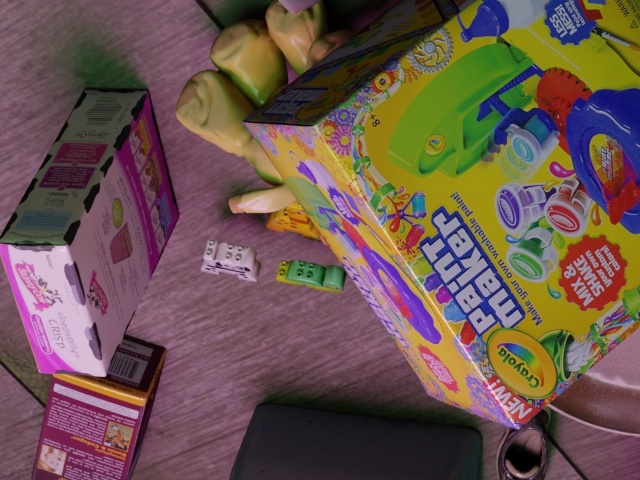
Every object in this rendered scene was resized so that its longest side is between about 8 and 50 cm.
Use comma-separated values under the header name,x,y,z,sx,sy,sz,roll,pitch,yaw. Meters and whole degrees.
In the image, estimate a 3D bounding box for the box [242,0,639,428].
name,x,y,z,sx,sy,sz,roll,pitch,yaw
box,0.146,-0.057,1.502,0.290,0.279,0.177,55,166,-16

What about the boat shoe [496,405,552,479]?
name,x,y,z,sx,sy,sz,roll,pitch,yaw
boat shoe,0.206,0.224,1.937,0.056,0.049,0.152,8,132,10

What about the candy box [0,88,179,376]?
name,x,y,z,sx,sy,sz,roll,pitch,yaw
candy box,-0.209,-0.010,1.743,0.071,0.233,0.159,2,129,16

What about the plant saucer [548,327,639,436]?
name,x,y,z,sx,sy,sz,roll,pitch,yaw
plant saucer,0.294,0.046,1.739,0.310,0.050,0.310,9,125,12

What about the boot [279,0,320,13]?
name,x,y,z,sx,sy,sz,roll,pitch,yaw
boot,0.026,-0.291,1.528,0.208,0.076,0.189,-12,122,25

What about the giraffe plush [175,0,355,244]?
name,x,y,z,sx,sy,sz,roll,pitch,yaw
giraffe plush,0.001,-0.092,1.671,0.181,0.210,0.170,-32,150,17

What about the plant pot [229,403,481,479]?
name,x,y,z,sx,sy,sz,roll,pitch,yaw
plant pot,0.016,0.339,1.914,0.248,0.252,0.247,6,110,13

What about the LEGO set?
name,x,y,z,sx,sy,sz,roll,pitch,yaw
LEGO set,0.000,0.000,1.771,0.227,0.087,0.093,11,163,8

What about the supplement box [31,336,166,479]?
name,x,y,z,sx,sy,sz,roll,pitch,yaw
supplement box,-0.239,0.189,2.026,0.104,0.081,0.188,19,132,1

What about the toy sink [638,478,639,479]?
name,x,y,z,sx,sy,sz,roll,pitch,yaw
toy sink,0.390,0.276,1.852,0.131,0.234,0.153,29,141,34
